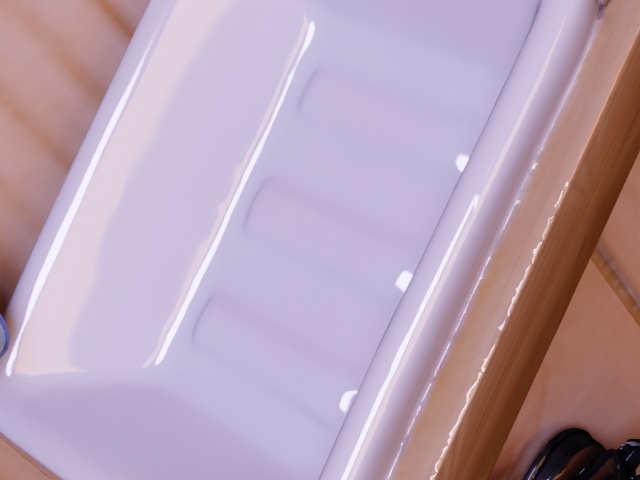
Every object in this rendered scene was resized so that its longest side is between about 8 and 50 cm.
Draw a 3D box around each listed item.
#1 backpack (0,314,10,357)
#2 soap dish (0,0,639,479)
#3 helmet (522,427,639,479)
[{"bbox_3d":[-0.194,0.034,0.552,0.114,0.084,0.105,-34,117,-16],"label":"backpack"},{"bbox_3d":[0.000,0.000,0.587,0.118,0.229,0.291,22,92,-51],"label":"soap dish"},{"bbox_3d":[0.173,0.197,0.781,0.169,0.169,0.161,50,60,-32],"label":"helmet"}]
